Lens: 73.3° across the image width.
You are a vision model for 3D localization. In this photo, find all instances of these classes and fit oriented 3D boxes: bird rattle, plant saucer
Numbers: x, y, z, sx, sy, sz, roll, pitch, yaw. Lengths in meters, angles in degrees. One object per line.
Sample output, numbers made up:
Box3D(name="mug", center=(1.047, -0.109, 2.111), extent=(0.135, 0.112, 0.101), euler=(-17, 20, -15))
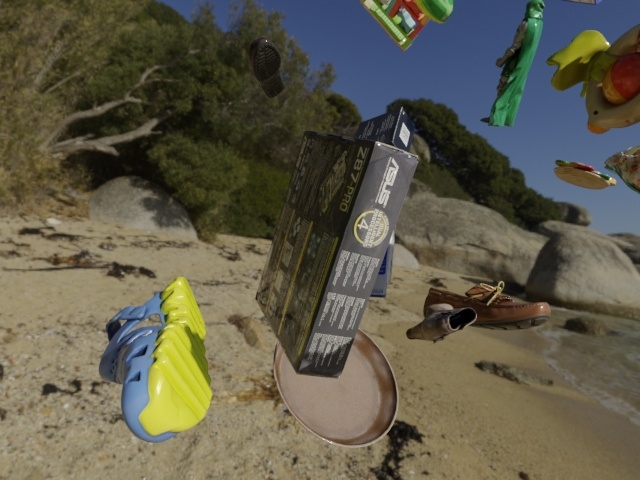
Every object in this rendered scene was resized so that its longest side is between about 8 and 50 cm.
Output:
Box3D(name="bird rattle", center=(0.505, -0.280, 0.673), extent=(0.143, 0.207, 0.253), euler=(14, -13, -21))
Box3D(name="plant saucer", center=(0.031, 0.309, 0.963), extent=(0.310, 0.050, 0.310), euler=(20, 39, -17))

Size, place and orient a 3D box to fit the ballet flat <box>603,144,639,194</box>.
Box3D(name="ballet flat", center=(0.571, -0.130, 0.759), extent=(0.091, 0.077, 0.241), euler=(32, 27, 9))

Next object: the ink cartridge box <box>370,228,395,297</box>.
Box3D(name="ink cartridge box", center=(0.129, 0.014, 1.252), extent=(0.165, 0.333, 0.065), euler=(2, -25, 18))

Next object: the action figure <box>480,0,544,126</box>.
Box3D(name="action figure", center=(0.385, -0.346, 0.850), extent=(0.063, 0.232, 0.137), euler=(27, 28, 28))

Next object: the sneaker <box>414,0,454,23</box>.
Box3D(name="sneaker", center=(0.211, -0.527, 0.715), extent=(0.123, 0.295, 0.109), euler=(16, 29, 39))

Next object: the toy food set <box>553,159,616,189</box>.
Box3D(name="toy food set", center=(0.406, -0.101, 0.666), extent=(0.082, 0.020, 0.083), euler=(18, 7, -39))

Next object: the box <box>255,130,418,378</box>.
Box3D(name="box", center=(0.000, 0.000, 0.813), extent=(0.097, 0.395, 0.318), euler=(14, 10, -23))

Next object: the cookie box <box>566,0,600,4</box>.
Box3D(name="cookie box", center=(0.655, -0.620, 1.036), extent=(0.040, 0.092, 0.107), euler=(45, 7, -39))

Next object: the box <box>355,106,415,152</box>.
Box3D(name="box", center=(0.186, -0.297, 1.300), extent=(0.158, 0.156, 0.093), euler=(-9, -42, 39))

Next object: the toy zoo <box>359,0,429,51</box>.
Box3D(name="toy zoo", center=(0.201, -0.616, 1.081), extent=(0.192, 0.030, 0.293), euler=(46, -5, -6))

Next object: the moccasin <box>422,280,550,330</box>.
Box3D(name="moccasin", center=(0.473, 0.184, 1.262), extent=(0.139, 0.147, 0.380), euler=(15, -12, -30))

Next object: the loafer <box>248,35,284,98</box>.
Box3D(name="loafer", center=(-0.150, -0.446, 1.098), extent=(0.080, 0.078, 0.220), euler=(-34, -9, -7))

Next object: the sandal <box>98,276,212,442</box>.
Box3D(name="sandal", center=(-0.229, 0.159, 0.579), extent=(0.138, 0.126, 0.317), euler=(-21, 16, -11))

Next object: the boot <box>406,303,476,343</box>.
Box3D(name="boot", center=(0.175, 0.107, 0.586), extent=(0.118, 0.042, 0.087), euler=(-23, -7, -39))
